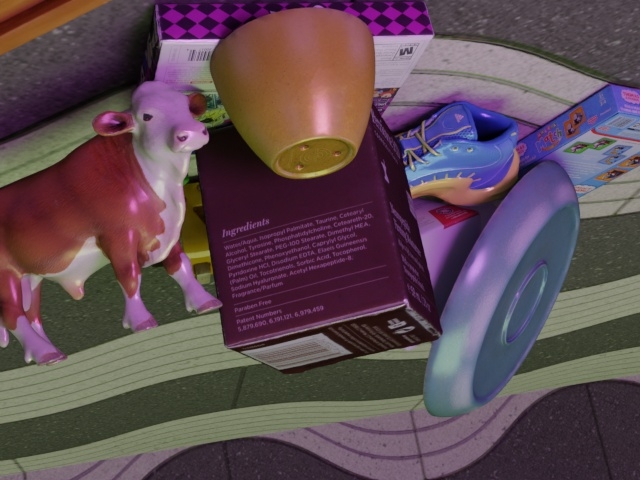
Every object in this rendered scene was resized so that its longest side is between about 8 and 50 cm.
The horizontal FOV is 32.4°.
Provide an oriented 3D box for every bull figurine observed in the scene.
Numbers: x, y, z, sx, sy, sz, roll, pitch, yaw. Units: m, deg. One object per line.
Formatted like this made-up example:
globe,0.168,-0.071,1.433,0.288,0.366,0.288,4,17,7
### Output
bull figurine,-0.191,-0.007,0.938,0.310,0.188,0.101,-20,176,31

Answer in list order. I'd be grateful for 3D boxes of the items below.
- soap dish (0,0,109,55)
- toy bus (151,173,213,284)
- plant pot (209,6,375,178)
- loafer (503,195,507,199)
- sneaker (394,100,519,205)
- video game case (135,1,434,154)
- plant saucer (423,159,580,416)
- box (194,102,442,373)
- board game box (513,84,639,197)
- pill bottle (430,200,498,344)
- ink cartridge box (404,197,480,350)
soap dish,-0.198,-0.192,0.576,0.291,0.118,0.229,-17,161,32
toy bus,-0.130,-0.007,1.209,0.202,0.104,0.191,-25,156,36
plant pot,-0.014,-0.105,0.871,0.134,0.095,0.134,-10,158,-4
loafer,0.273,-0.060,1.399,0.125,0.039,0.045,3,124,-43
sneaker,0.097,-0.096,1.145,0.240,0.091,0.126,-6,142,-14
video game case,-0.044,-0.138,0.972,0.232,0.042,0.210,-5,160,-17
plant saucer,0.215,0.064,1.236,0.044,0.317,0.317,26,175,24
box,0.000,0.000,1.017,0.167,0.203,0.168,-15,162,13
board game box,0.312,-0.106,1.270,0.160,0.039,0.211,3,156,-36
pill bottle,0.194,0.049,1.454,0.169,0.169,0.301,-13,162,6
ink cartridge box,0.067,0.023,1.218,0.176,0.127,0.128,17,-152,40
